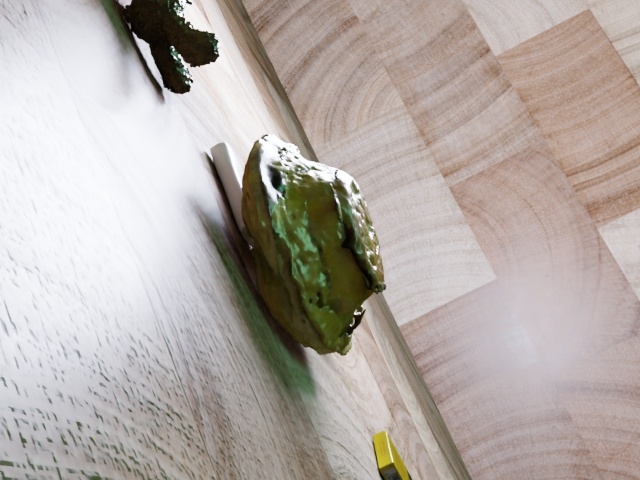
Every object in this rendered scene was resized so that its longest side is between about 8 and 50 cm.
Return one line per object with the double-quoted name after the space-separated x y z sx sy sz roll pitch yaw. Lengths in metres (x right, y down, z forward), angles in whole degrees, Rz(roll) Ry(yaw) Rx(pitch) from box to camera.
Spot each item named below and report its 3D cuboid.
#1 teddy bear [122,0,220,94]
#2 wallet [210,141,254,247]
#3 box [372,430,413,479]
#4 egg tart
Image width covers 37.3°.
-0.158 -0.231 0.936 0.119 0.078 0.160 -38 -123 52 "teddy bear"
-0.084 -0.046 1.006 0.061 0.025 0.122 52 12 -55 "wallet"
0.108 0.313 1.142 0.155 0.023 0.087 62 2 -14 "box"
0.000 0.000 0.965 0.241 0.106 0.241 -17 90 -75 "egg tart"
